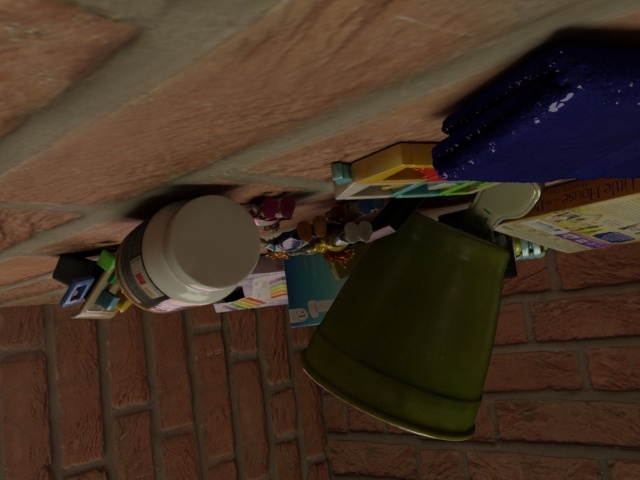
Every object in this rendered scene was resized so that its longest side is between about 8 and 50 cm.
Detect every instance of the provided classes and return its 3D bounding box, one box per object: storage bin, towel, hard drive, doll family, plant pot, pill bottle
[{"bbox_3d":[-0.510,0.068,1.378,0.091,0.098,0.135,20,177,9],"label":"storage bin"},{"bbox_3d":[0.289,-0.126,0.630,0.308,0.076,0.227,-4,165,-22],"label":"towel"},{"bbox_3d":[0.126,-0.044,1.093,0.094,0.022,0.135,-48,-174,-18],"label":"hard drive"},{"bbox_3d":[-0.020,-0.007,1.063,0.263,0.118,0.163,-4,173,-24],"label":"doll family"},{"bbox_3d":[0.191,0.134,1.228,0.366,0.353,0.366,21,-175,-2],"label":"plant pot"},{"bbox_3d":[-0.207,0.025,0.969,0.162,0.162,0.278,-3,172,-30],"label":"pill bottle"}]

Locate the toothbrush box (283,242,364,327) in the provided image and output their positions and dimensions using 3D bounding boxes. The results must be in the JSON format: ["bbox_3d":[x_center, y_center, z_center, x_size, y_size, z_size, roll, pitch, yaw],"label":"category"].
[{"bbox_3d":[0.068,0.096,1.601,0.295,0.216,0.126,-11,173,22],"label":"toothbrush box"}]

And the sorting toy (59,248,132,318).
[{"bbox_3d":[-0.432,0.101,1.373,0.047,0.196,0.347,36,177,8],"label":"sorting toy"}]

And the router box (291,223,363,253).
[{"bbox_3d":[0.000,0.000,1.441,0.133,0.046,0.179,-3,172,-28],"label":"router box"}]

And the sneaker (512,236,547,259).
[{"bbox_3d":[0.474,0.003,1.628,0.208,0.127,0.319,-9,-177,30],"label":"sneaker"}]

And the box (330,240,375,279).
[{"bbox_3d":[0.135,0.021,1.445,0.232,0.058,0.087,-21,179,-7],"label":"box"}]

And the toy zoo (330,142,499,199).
[{"bbox_3d":[0.149,-0.094,0.881,0.293,0.030,0.192,-4,172,-25],"label":"toy zoo"}]

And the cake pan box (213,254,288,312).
[{"bbox_3d":[-0.209,0.128,1.884,0.267,0.070,0.246,-6,150,-5],"label":"cake pan box"}]

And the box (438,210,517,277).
[{"bbox_3d":[0.361,0.015,1.450,0.156,0.158,0.093,-1,172,-40],"label":"box"}]

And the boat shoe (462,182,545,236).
[{"bbox_3d":[0.318,-0.078,1.086,0.079,0.084,0.233,-44,175,-16],"label":"boat shoe"}]

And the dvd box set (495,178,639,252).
[{"bbox_3d":[0.593,-0.059,1.249,0.308,0.062,0.420,13,163,-35],"label":"dvd box set"}]
